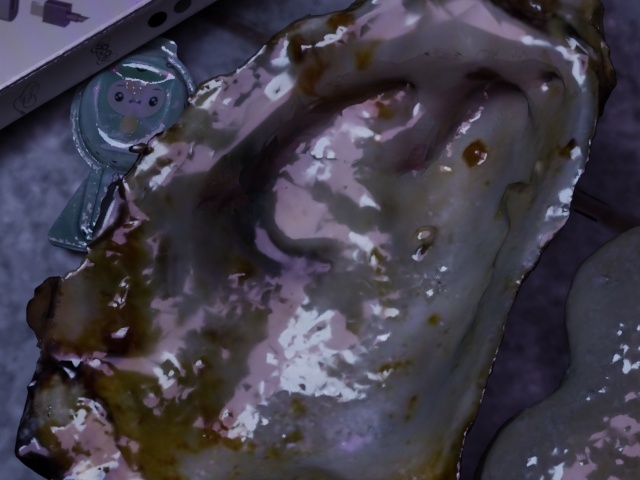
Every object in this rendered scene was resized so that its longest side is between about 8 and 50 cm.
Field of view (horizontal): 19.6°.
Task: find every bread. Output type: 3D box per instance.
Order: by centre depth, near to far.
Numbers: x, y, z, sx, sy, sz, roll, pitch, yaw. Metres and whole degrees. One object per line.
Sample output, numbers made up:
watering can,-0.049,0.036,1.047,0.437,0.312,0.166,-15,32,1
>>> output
bread,0.180,0.096,0.858,0.183,0.102,0.337,27,75,9

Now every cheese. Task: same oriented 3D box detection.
cheese,-0.098,-0.049,0.948,0.067,0.026,0.121,9,74,5

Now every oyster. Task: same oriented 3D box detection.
oyster,0.002,-0.011,0.899,0.221,0.096,0.361,22,76,8

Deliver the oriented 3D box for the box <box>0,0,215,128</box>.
box,-0.169,-0.123,0.958,0.247,0.033,0.129,-33,63,-8
